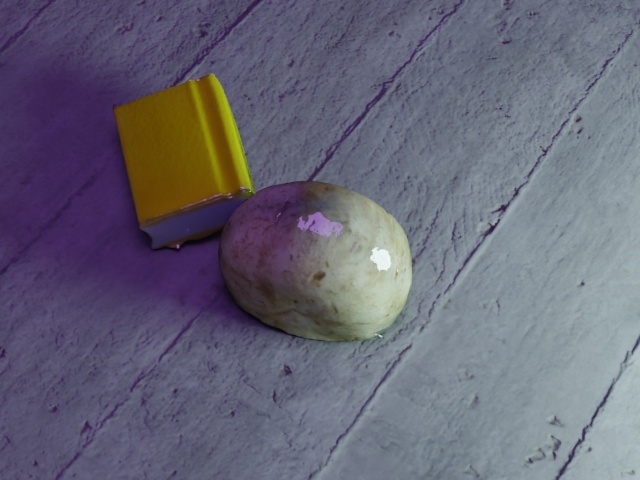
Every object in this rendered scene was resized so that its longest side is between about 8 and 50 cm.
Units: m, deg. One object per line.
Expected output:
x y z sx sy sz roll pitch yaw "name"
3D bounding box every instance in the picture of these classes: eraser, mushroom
-0.182 -0.108 1.939 0.158 0.069 0.226 -17 57 1 "eraser"
0.000 0.000 1.825 0.254 0.189 0.195 15 58 3 "mushroom"
